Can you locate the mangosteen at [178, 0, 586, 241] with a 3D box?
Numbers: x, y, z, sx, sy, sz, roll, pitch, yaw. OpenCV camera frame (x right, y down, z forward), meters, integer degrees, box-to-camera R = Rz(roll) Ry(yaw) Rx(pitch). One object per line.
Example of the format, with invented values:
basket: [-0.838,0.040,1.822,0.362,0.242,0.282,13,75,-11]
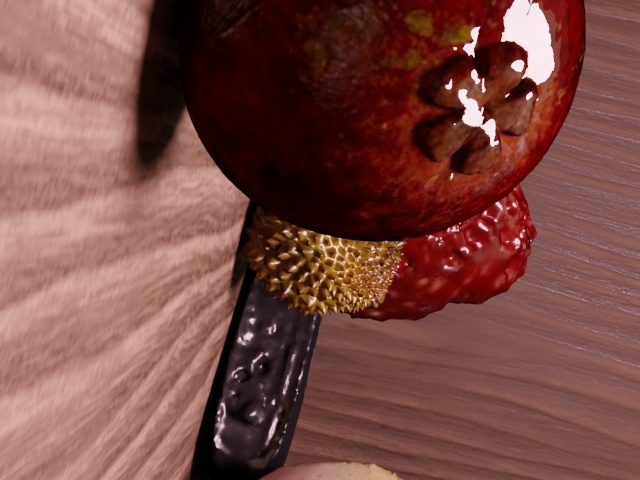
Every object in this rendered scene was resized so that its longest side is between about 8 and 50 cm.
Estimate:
mangosteen: [0.018,-0.116,0.791,0.257,0.215,0.215,44,-54,52]

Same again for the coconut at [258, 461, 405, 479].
coconut: [-0.022,0.372,1.373,0.309,0.297,0.298,-36,145,-55]

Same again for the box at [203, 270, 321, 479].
box: [-0.052,0.127,1.659,0.350,0.091,0.359,101,4,-70]

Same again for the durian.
durian: [0.000,0.000,1.405,0.158,0.168,0.137,-49,177,-43]

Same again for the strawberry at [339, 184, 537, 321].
strawberry: [0.106,-0.066,1.870,0.345,0.317,0.295,71,37,-49]
